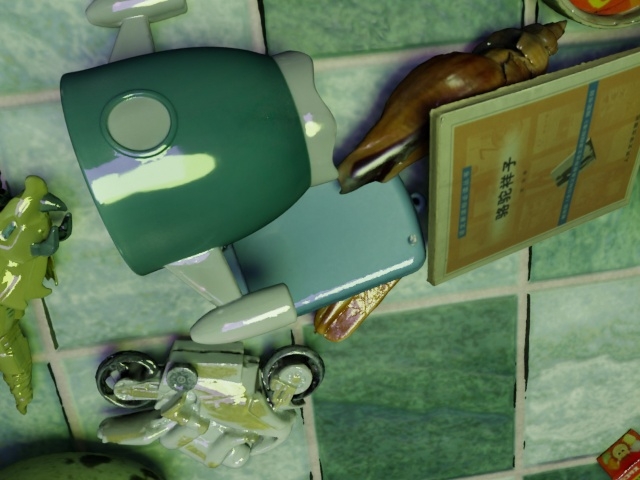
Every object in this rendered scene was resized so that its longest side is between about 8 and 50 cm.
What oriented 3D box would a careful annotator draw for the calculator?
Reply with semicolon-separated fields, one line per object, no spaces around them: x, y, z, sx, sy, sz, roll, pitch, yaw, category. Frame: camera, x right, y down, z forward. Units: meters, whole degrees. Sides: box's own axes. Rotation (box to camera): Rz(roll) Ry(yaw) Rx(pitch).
0.000;0.000;0.478;0.210;0.039;0.121;-22;85;0;calculator

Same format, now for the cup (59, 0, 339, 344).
-0.082;-0.074;0.403;0.173;0.167;0.300;-19;84;-9;cup

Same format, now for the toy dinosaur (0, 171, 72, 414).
-0.307;0.054;0.460;0.153;0.094;0.260;11;115;-6;toy dinosaur

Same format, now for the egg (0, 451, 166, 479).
-0.250;0.295;0.496;0.227;0.177;0.177;-11;110;-20;egg

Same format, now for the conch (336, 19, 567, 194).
0.119;-0.114;0.436;0.232;0.080;0.086;-31;125;-17;conch

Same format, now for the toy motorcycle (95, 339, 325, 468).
-0.109;0.170;0.525;0.228;0.074;0.151;-2;112;-9;toy motorcycle

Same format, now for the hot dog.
0.036;0.046;0.520;0.056;0.041;0.133;40;92;-17;hot dog

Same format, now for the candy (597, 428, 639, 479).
0.410;0.295;0.640;0.122;0.038;0.062;40;100;-16;candy

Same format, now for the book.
0.199;-0.065;0.452;0.241;0.018;0.170;-21;129;-16;book

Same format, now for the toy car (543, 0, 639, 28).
0.265;-0.279;0.400;0.234;0.145;0.235;-2;126;-3;toy car
